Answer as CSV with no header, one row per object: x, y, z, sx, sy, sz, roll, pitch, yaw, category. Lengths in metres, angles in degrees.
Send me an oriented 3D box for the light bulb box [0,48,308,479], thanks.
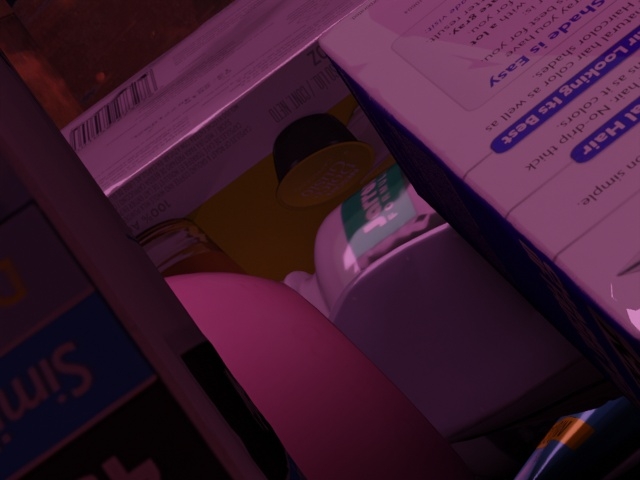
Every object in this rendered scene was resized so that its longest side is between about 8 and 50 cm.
-0.186,0.117,0.552,0.358,0.361,0.225,-36,-1,-1,light bulb box

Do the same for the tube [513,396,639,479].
0.165,0.083,1.049,0.207,0.052,0.080,-42,-12,-14,tube

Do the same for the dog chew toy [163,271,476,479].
-0.094,0.170,0.761,0.332,0.206,0.206,-45,-2,-4,dog chew toy

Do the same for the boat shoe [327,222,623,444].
0.189,0.008,0.954,0.367,0.136,0.156,-29,-16,17,boat shoe

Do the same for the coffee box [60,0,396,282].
0.000,0.000,1.545,0.337,0.334,0.338,-36,17,4,coffee box

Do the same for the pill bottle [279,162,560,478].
0.127,0.018,1.221,0.361,0.204,0.204,-37,-2,12,pill bottle

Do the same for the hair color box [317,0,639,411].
0.144,-0.048,0.762,0.185,0.110,0.339,-36,26,-1,hair color box
